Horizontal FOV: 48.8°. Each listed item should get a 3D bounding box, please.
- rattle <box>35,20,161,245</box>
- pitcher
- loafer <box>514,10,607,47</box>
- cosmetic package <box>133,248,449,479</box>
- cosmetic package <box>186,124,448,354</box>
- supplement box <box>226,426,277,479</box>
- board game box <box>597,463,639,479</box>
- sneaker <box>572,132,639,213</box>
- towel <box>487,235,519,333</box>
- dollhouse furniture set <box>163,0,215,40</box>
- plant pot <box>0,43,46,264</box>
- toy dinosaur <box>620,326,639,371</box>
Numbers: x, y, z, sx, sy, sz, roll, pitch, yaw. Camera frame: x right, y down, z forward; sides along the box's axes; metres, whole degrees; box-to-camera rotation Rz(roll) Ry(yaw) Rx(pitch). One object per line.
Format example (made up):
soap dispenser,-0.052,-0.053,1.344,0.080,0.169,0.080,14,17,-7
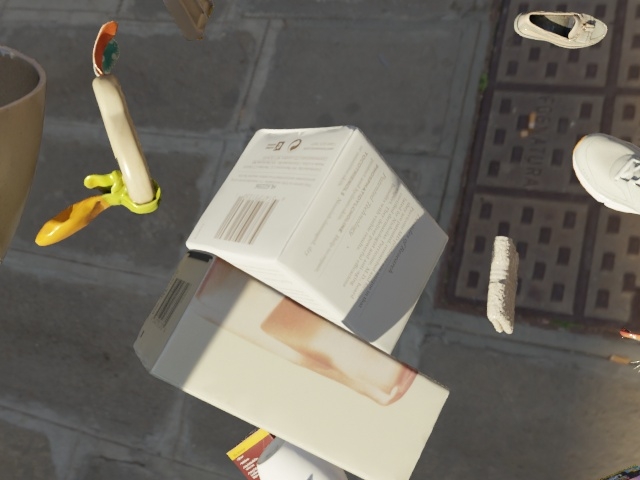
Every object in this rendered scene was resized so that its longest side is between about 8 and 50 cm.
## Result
rattle,-0.256,-0.115,0.753,0.143,0.199,0.130,-14,24,2
pitcher,-0.006,0.421,1.166,0.125,0.178,0.207,-44,93,0
loafer,0.325,-0.285,0.943,0.125,0.039,0.045,5,95,-4
cosmetic package,-0.032,0.136,0.753,0.129,0.296,0.153,-61,21,-10
cosmetic package,0.000,0.000,1.538,0.329,0.394,0.327,8,62,47
supplement box,-0.078,0.504,1.650,0.194,0.129,0.191,49,132,5
board game box,0.577,0.536,1.342,0.141,0.048,0.170,-21,93,-3
sneaker,0.471,-0.066,0.969,0.262,0.121,0.099,40,87,10
towel,0.425,0.110,1.626,0.049,0.282,0.187,3,78,20
dollhouse furniture set,-0.164,-0.258,0.668,0.059,0.151,0.076,-15,43,17
plant pot,-0.306,-0.009,0.404,0.284,0.284,0.191,20,118,24
toy dinosaur,0.416,0.119,0.865,0.082,0.047,0.090,27,122,1
